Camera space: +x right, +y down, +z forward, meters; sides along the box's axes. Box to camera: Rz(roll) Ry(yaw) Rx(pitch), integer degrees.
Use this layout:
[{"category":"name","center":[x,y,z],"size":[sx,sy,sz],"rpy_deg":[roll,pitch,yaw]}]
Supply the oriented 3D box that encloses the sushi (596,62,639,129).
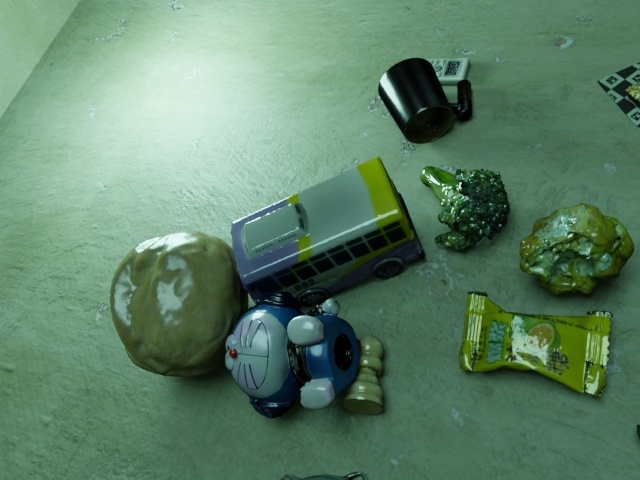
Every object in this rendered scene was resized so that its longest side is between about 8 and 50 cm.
[{"category":"sushi","center":[0.818,-0.349,1.505],"size":[0.193,0.043,0.279],"rpy_deg":[-24,53,10]}]

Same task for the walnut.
[{"category":"walnut","center":[-0.343,0.153,1.565],"size":[0.381,0.381,0.381],"rpy_deg":[-12,56,18]}]

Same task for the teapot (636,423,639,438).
[{"category":"teapot","center":[0.625,0.363,1.151],"size":[0.088,0.066,0.057],"rpy_deg":[1,79,0]}]

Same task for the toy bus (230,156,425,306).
[{"category":"toy bus","center":[0.000,0.000,1.545],"size":[0.440,0.249,0.209],"rpy_deg":[-23,53,11]}]

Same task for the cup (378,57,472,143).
[{"category":"cup","center":[0.294,-0.389,1.705],"size":[0.239,0.166,0.177],"rpy_deg":[-26,56,10]}]

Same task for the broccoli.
[{"category":"broccoli","center":[0.335,-0.078,1.536],"size":[0.275,0.177,0.198],"rpy_deg":[15,102,62]}]

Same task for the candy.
[{"category":"candy","center":[0.439,0.207,1.315],"size":[0.297,0.081,0.187],"rpy_deg":[4,64,27]}]

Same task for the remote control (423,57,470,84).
[{"category":"remote control","center":[0.332,-0.490,1.831],"size":[0.190,0.029,0.087],"rpy_deg":[8,64,30]}]

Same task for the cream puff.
[{"category":"cream puff","center":[0.537,0.024,1.322],"size":[0.221,0.195,0.194],"rpy_deg":[-20,49,47]}]

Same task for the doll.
[{"category":"doll","center":[-0.074,0.253,1.418],"size":[0.310,0.240,0.284],"rpy_deg":[-9,79,34]}]

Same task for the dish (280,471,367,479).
[{"category":"dish","center":[-0.020,0.599,1.267],"size":[0.303,0.120,0.303],"rpy_deg":[-12,58,19]}]

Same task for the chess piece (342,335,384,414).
[{"category":"chess piece","center":[0.106,0.295,1.417],"size":[0.094,0.094,0.170],"rpy_deg":[-3,54,24]}]
